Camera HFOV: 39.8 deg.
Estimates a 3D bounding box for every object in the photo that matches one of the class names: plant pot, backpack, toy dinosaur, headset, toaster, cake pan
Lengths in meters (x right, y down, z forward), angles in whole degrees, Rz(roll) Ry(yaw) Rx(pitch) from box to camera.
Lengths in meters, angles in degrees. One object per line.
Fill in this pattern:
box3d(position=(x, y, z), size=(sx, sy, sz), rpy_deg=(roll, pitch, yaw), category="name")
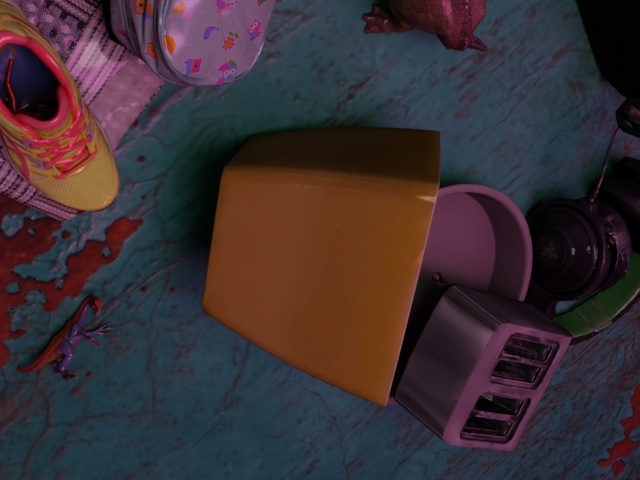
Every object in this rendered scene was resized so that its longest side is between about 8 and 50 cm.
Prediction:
box3d(position=(0.000, 0.000, 0.846), size=(0.187, 0.212, 0.212), rpy_deg=(12, 111, 4), category="plant pot")
box3d(position=(-0.098, -0.213, 0.686), size=(0.152, 0.115, 0.182), rpy_deg=(-1, 119, -38), category="backpack")
box3d(position=(0.108, -0.257, 0.799), size=(0.127, 0.200, 0.296), rpy_deg=(-37, 129, -12), category="toy dinosaur")
box3d(position=(-0.241, 0.092, 0.858), size=(0.090, 0.047, 0.082), rpy_deg=(6, 92, -24), category="toy dinosaur")
box3d(position=(0.386, -0.004, 1.123), size=(0.243, 0.185, 0.394), rpy_deg=(-28, 137, -19), category="headset")
box3d(position=(0.189, 0.147, 1.051), size=(0.185, 0.110, 0.168), rpy_deg=(16, 103, -38), category="toaster")
box3d(position=(0.130, 0.061, 1.073), size=(0.293, 0.054, 0.293), rpy_deg=(-15, 121, -26), category="cake pan")

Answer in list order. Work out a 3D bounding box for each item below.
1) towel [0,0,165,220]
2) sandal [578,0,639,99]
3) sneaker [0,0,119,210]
box3d(position=(-0.231, -0.204, 0.699), size=(0.312, 0.056, 0.324), rpy_deg=(35, 92, -40), category="towel")
box3d(position=(0.336, -0.332, 0.941), size=(0.107, 0.167, 0.446), rpy_deg=(-37, 138, -4), category="sandal")
box3d(position=(-0.216, -0.092, 0.689), size=(0.081, 0.094, 0.208), rpy_deg=(-39, 133, -12), category="sneaker")
